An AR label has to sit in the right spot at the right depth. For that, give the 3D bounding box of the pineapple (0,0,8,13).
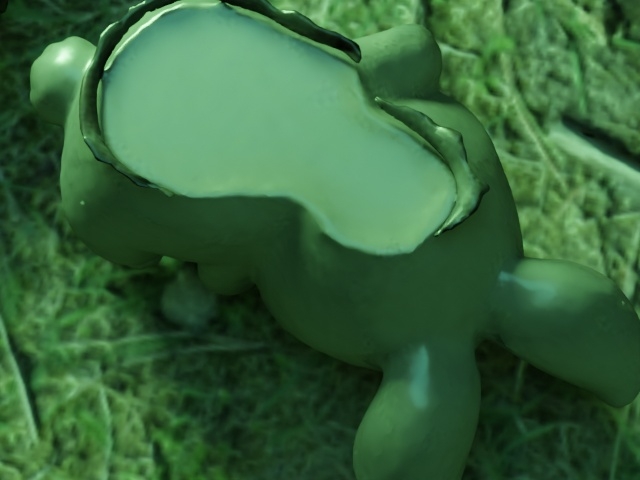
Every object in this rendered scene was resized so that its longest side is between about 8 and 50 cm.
[{"bbox_3d":[-0.260,-0.218,1.103,0.222,0.223,0.357,0,79,4],"label":"pineapple"}]

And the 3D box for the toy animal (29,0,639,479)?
[{"bbox_3d":[0.002,-0.007,1.016,0.208,0.154,0.325,-37,75,-4],"label":"toy animal"}]
